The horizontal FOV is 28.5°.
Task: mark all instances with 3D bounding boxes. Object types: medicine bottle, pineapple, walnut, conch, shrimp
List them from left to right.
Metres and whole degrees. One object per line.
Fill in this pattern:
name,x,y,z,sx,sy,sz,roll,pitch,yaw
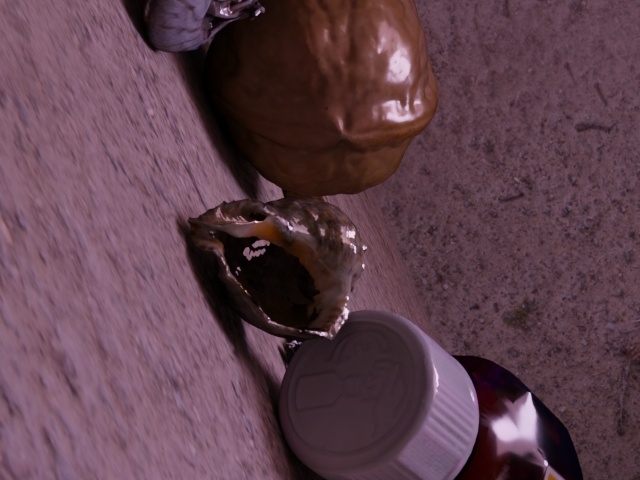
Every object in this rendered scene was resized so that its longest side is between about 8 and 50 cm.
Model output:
shrimp,-0.091,-0.318,1.421,0.343,0.116,0.145,-50,144,-41
conch,-0.035,0.022,1.180,0.207,0.130,0.155,25,22,-49
pineapple,-0.012,0.112,1.386,0.058,0.058,0.124,67,11,4
walnut,0.001,-0.211,1.587,0.344,0.306,0.306,-110,174,-58
medicine bottle,0.117,0.212,1.311,0.395,0.243,0.242,47,19,-46

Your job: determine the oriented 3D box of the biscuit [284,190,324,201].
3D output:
biscuit,-0.002,-0.007,1.899,0.183,0.047,0.319,62,9,-17
